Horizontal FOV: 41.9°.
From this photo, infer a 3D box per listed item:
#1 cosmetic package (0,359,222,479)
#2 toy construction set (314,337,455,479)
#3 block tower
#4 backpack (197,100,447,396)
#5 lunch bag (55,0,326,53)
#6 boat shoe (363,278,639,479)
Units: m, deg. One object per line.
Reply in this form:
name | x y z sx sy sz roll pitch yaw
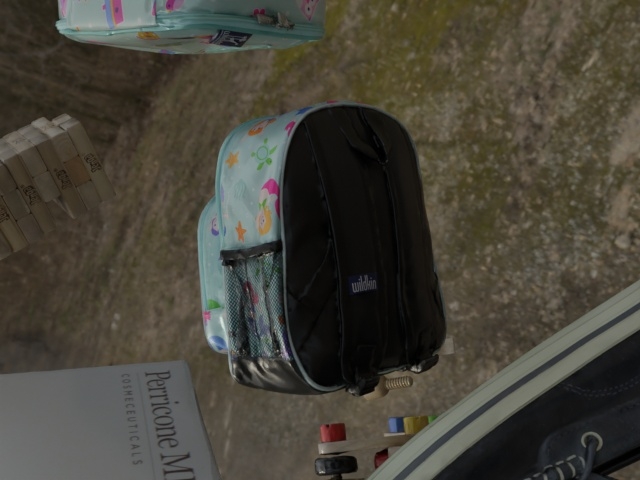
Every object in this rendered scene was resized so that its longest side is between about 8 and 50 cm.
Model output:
cosmetic package | -0.292 0.208 0.508 0.230 0.454 0.161 -131 41 -64
toy construction set | 0.155 0.268 1.172 0.237 0.257 0.308 -16 49 32
block tower | -0.380 -0.009 0.831 0.091 0.335 0.097 28 144 55
backpack | 0.000 0.000 0.789 0.191 0.225 0.253 1 96 44
lunch bag | -0.134 -0.260 0.909 0.279 0.224 0.107 11 100 40
boat shoe | 0.174 0.189 0.676 0.156 0.500 0.186 54 162 20
